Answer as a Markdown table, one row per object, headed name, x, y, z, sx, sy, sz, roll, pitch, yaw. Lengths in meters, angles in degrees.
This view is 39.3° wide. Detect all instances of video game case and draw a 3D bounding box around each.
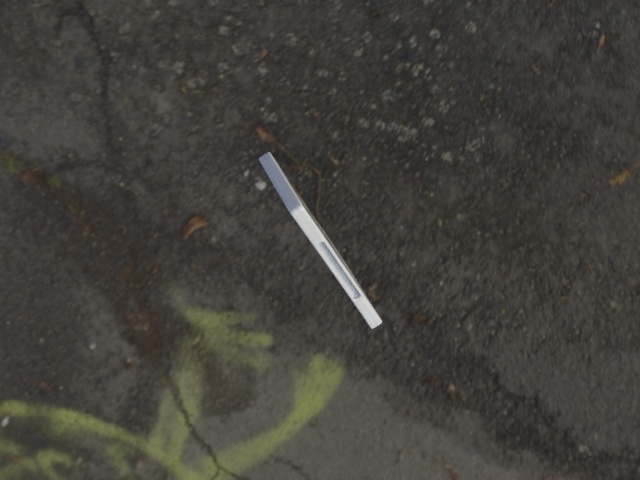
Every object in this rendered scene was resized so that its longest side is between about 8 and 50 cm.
| name | x | y | z | sx | sy | sz | roll | pitch | yaw |
| --- | --- | --- | --- | --- | --- | --- | --- | --- | --- |
| video game case | 0.000 | 0.000 | 0.643 | 0.011 | 0.087 | 0.122 | -33 | 125 | 2 |
